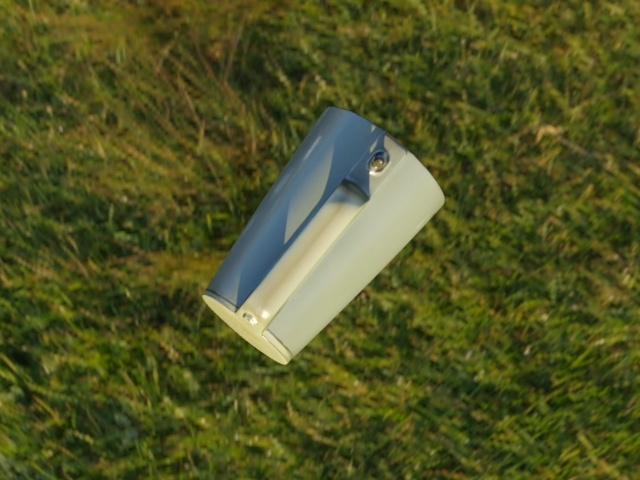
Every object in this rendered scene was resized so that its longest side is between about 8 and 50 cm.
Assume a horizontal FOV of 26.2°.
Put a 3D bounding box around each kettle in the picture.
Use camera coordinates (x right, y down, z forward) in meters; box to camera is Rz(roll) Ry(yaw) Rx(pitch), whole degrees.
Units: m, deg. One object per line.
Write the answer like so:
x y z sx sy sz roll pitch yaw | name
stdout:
0.000 0.000 1.396 0.160 0.210 0.243 39 78 -4 | kettle
